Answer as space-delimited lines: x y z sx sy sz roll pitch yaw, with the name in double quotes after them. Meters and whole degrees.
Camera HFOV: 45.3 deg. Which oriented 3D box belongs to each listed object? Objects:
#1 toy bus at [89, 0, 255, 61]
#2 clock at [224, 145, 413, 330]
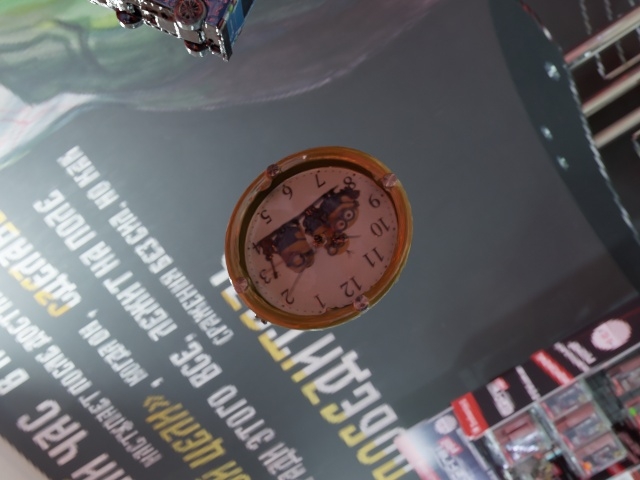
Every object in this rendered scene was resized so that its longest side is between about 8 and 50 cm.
-0.171 -0.284 0.849 0.185 0.106 0.090 24 171 2 "toy bus"
0.000 0.000 0.918 0.237 0.237 0.057 61 -176 28 "clock"
